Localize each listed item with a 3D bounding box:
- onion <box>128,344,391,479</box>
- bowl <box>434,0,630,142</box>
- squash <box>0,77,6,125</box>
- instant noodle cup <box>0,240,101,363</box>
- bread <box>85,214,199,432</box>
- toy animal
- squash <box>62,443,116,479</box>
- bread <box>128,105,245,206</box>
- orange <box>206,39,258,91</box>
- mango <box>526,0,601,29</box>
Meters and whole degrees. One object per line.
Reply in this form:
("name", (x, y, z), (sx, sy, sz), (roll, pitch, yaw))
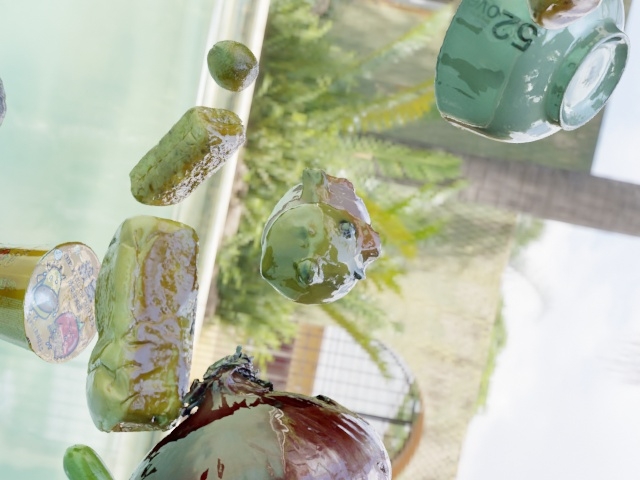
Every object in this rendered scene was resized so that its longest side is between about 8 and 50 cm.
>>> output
("onion", (-0.093, 0.275, 1.347), (0.347, 0.348, 0.285), (126, -52, -82))
("bowl", (0.364, -0.294, 1.754), (0.354, 0.185, 0.353), (-34, 145, -27))
("squash", (-0.728, -0.278, 2.190), (0.172, 0.218, 0.218), (54, 43, -68))
("instant noodle cup", (-0.508, 0.097, 1.939), (0.216, 0.172, 0.215), (-27, 120, -58))
("bread", (-0.246, 0.121, 1.534), (0.167, 0.132, 0.294), (150, -50, -61))
("toy animal", (-0.004, 0.002, 1.564), (0.281, 0.169, 0.195), (-102, 177, -75))
("squash", (-0.378, 0.439, 1.908), (0.201, 0.066, 0.066), (56, -3, 5))
("bread", (-0.218, -0.133, 1.799), (0.211, 0.114, 0.083), (-39, -114, 33))
("orange", (-0.152, -0.303, 1.904), (0.085, 0.095, 0.085), (-32, -151, 20))
("mango", (0.249, -0.252, 1.125), (0.114, 0.080, 0.060), (22, 50, -72))
